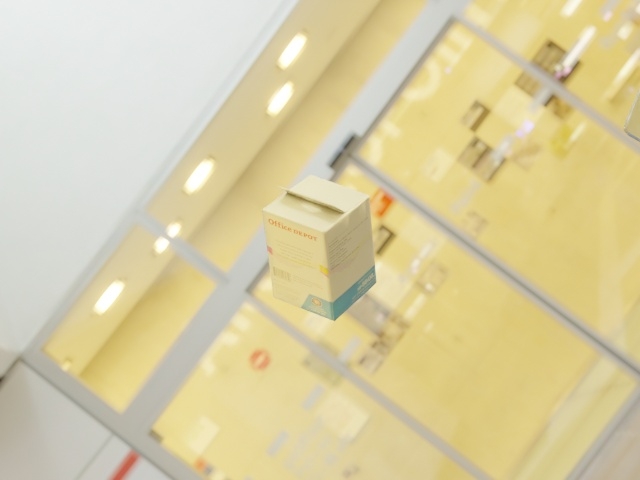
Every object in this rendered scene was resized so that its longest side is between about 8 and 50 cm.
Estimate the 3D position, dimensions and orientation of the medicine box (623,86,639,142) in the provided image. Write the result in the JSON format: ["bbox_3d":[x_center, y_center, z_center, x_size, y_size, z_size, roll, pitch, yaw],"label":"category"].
[{"bbox_3d":[0.418,-0.089,0.952,0.289,0.263,0.149,-7,-55,-44],"label":"medicine box"}]

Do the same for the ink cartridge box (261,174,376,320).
[{"bbox_3d":[0.000,0.000,1.510,0.090,0.092,0.143,-38,-44,-39],"label":"ink cartridge box"}]
